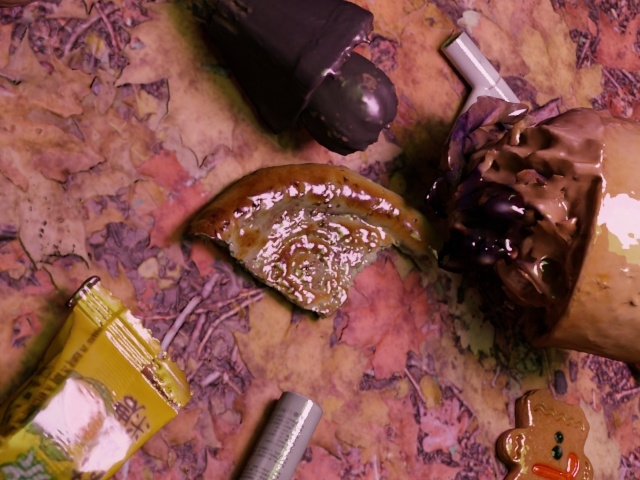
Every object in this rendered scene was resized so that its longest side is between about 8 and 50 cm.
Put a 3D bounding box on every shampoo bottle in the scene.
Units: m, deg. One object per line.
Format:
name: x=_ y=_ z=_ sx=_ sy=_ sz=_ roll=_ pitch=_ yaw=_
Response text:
shampoo bottle: x=-0.062 y=0.268 z=1.434 sx=0.056 sy=0.056 sz=0.195 roll=39 pitch=63 yaw=-21

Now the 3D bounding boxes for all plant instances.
plant: x=-0.016 y=-0.216 z=1.501 sx=0.256 sy=0.164 sz=0.142 roll=44 pitch=60 yaw=-5

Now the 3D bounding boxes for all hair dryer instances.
hair dryer: x=0.187 y=-0.172 z=1.694 sx=0.155 sy=0.044 sz=0.183 roll=48 pitch=62 yaw=-13

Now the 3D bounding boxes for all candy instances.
candy: x=-0.271 y=0.193 z=1.296 sx=0.187 sy=0.081 sz=0.297 roll=51 pitch=59 yaw=-16

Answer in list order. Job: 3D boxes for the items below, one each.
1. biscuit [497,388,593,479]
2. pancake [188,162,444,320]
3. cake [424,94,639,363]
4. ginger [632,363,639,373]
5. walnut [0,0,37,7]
biscuit: x=0.300 y=0.316 z=1.671 sx=0.166 sy=0.036 sz=0.225 roll=28 pitch=67 yaw=-27
pancake: x=0.003 y=-0.002 z=1.531 sx=0.377 sy=0.054 sz=0.197 roll=-3 pitch=83 yaw=-32
cake: x=0.286 y=-0.022 z=1.592 sx=0.321 sy=0.332 sz=0.332 roll=13 pitch=72 yaw=-3
ginger: x=0.485 y=0.133 z=1.803 sx=0.103 sy=0.073 sz=0.162 roll=1 pitch=81 yaw=-32
walnut: x=-0.330 y=-0.365 z=1.280 sx=0.248 sy=0.248 sz=0.248 roll=7 pitch=77 yaw=-32
